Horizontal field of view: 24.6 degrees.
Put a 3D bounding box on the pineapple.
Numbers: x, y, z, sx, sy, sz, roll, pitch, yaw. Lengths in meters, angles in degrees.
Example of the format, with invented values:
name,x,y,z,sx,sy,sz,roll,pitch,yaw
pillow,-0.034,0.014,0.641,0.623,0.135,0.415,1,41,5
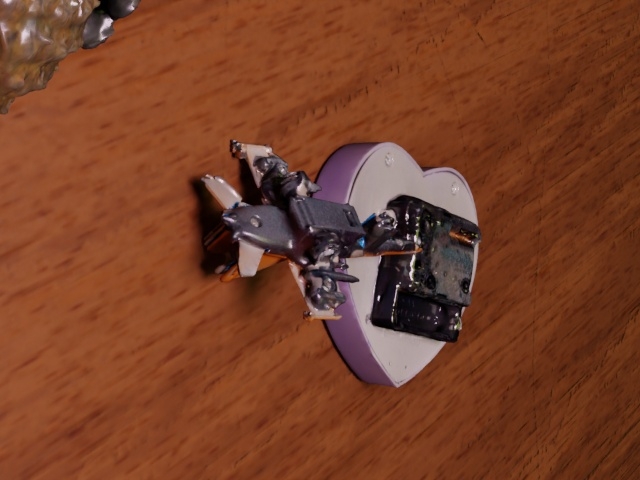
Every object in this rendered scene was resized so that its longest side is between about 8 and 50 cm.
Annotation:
name,x,y,z,sx,sy,sz,roll,pitch,yaw
pineapple,-0.136,-0.152,0.735,0.237,0.111,0.119,-52,166,-52

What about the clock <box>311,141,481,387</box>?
name,x,y,z,sx,sy,sz,roll,pitch,yaw
clock,0.066,0.022,1.075,0.198,0.064,0.172,18,77,-54

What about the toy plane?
name,x,y,z,sx,sy,sz,roll,pitch,yaw
toy plane,0.007,-0.006,0.946,0.188,0.062,0.135,-1,59,-36
